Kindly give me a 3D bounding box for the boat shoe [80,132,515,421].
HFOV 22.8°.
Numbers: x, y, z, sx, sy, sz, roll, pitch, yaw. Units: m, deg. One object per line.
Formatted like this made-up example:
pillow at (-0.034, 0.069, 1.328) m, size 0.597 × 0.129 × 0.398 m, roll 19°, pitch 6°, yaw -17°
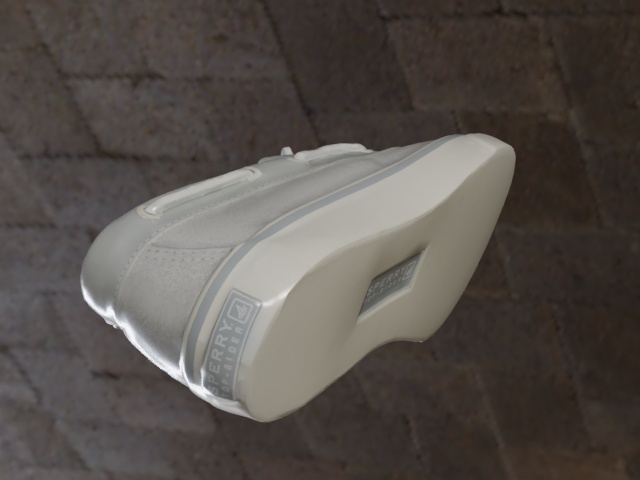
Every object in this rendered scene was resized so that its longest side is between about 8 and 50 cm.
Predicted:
boat shoe at (0.000, 0.000, 0.443) m, size 0.063 × 0.184 × 0.066 m, roll 27°, pitch 117°, yaw 19°
